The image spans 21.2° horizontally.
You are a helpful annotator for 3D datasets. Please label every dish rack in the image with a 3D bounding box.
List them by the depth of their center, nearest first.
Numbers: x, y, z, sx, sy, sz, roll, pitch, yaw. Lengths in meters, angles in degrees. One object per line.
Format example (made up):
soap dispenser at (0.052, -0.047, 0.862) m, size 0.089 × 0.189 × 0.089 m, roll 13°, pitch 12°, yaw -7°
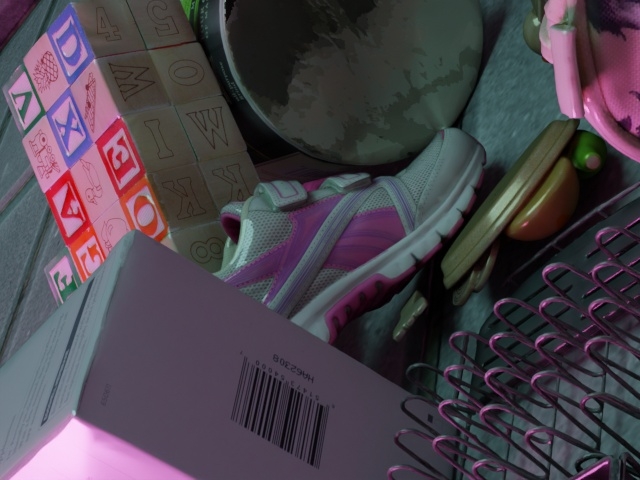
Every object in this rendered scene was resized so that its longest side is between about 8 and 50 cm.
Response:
dish rack at (0.104, 0.083, 0.824) m, size 0.208 × 0.074 × 0.271 m, roll -39°, pitch 27°, yaw 42°

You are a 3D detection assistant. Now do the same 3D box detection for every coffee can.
coffee can at (-0.032, -0.139, 1.292) m, size 0.275 × 0.201 × 0.201 m, roll -12°, pitch 50°, yaw 64°

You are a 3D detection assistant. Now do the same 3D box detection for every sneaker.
sneaker at (0.000, 0.000, 1.055) m, size 0.252 × 0.111 × 0.103 m, roll -41°, pitch -5°, yaw -25°

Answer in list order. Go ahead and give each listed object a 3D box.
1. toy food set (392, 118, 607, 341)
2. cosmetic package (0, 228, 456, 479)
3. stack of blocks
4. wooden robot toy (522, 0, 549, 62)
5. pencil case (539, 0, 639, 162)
toy food set at (0.116, -0.015, 0.980) m, size 0.192 × 0.038 × 0.132 m, roll -52°, pitch -1°, yaw 6°
cosmetic package at (-0.083, 0.151, 0.946) m, size 0.225 × 0.224 × 0.138 m, roll -42°, pitch 25°, yaw 39°
stack of blocks at (-0.115, 0.000, 1.177) m, size 0.171 × 0.087 × 0.297 m, roll -36°, pitch 74°, yaw 50°
wooden robot toy at (0.158, -0.145, 1.082) m, size 0.173 × 0.076 × 0.079 m, roll -93°, pitch 3°, yaw -58°
pencil case at (0.172, -0.190, 0.921) m, size 0.184 × 0.160 × 0.410 m, roll -20°, pitch 30°, yaw 9°
